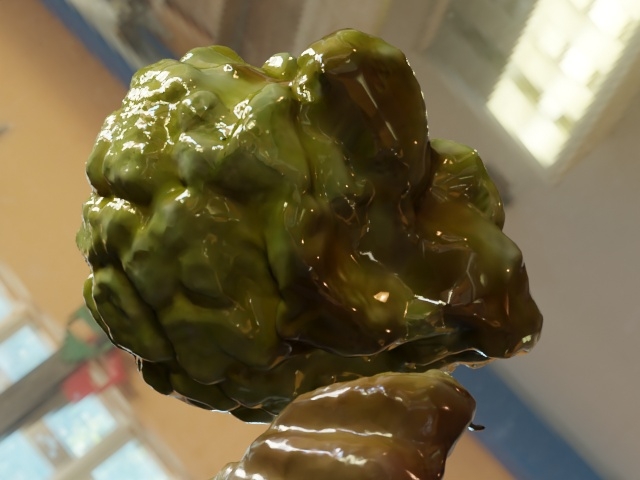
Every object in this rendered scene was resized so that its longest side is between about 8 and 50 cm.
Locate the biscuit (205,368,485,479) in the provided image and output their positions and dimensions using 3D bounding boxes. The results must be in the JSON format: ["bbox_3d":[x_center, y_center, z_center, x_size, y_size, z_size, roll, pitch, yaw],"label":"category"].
[{"bbox_3d":[-0.025,0.106,0.603,0.061,0.118,0.183,43,-48,-7],"label":"biscuit"}]

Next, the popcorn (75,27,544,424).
[{"bbox_3d":[0.000,0.000,0.959,0.251,0.206,0.237,8,-51,27],"label":"popcorn"}]
